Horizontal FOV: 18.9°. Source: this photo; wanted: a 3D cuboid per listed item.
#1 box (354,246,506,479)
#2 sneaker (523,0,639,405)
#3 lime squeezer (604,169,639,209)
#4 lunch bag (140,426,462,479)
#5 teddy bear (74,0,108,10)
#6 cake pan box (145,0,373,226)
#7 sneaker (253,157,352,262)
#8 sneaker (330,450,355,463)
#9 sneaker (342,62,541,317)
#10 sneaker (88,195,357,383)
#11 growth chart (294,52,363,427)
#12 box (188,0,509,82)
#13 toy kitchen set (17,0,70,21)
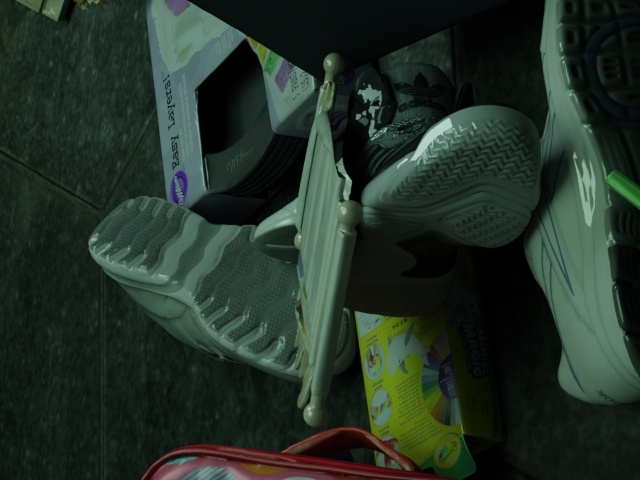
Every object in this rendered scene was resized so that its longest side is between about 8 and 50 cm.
[{"bbox_3d":[0.076,0.094,1.353,0.105,0.043,0.179,-36,51,47],"label":"box"},{"bbox_3d":[0.167,-0.037,1.185,0.129,0.111,0.297,-34,54,57],"label":"sneaker"},{"bbox_3d":[0.245,0.092,1.045,0.110,0.059,0.310,-26,71,41],"label":"lime squeezer"},{"bbox_3d":[-0.002,0.244,1.264,0.293,0.120,0.258,4,62,30],"label":"lunch bag"},{"bbox_3d":[-0.126,-0.339,1.668,0.245,0.113,0.338,-54,9,-29],"label":"teddy bear"},{"bbox_3d":[-0.056,-0.164,1.604,0.246,0.070,0.267,-40,50,50],"label":"cake pan box"},{"bbox_3d":[0.017,-0.030,1.451,0.152,0.054,0.061,-24,45,25],"label":"sneaker"},{"bbox_3d":[0.015,0.221,1.399,0.084,0.058,0.152,13,98,64],"label":"sneaker"},{"bbox_3d":[0.068,-0.060,1.243,0.268,0.101,0.153,124,152,-62],"label":"sneaker"},{"bbox_3d":[-0.063,0.049,1.552,0.105,0.115,0.281,-47,45,-15],"label":"sneaker"},{"bbox_3d":[0.000,0.000,1.262,0.237,0.021,0.172,-96,14,-61],"label":"growth chart"},{"bbox_3d":[0.053,-0.300,1.279,0.296,0.183,0.294,-18,50,56],"label":"box"},{"bbox_3d":[-0.283,-0.285,2.027,0.083,0.075,0.068,30,117,14],"label":"toy kitchen set"}]
